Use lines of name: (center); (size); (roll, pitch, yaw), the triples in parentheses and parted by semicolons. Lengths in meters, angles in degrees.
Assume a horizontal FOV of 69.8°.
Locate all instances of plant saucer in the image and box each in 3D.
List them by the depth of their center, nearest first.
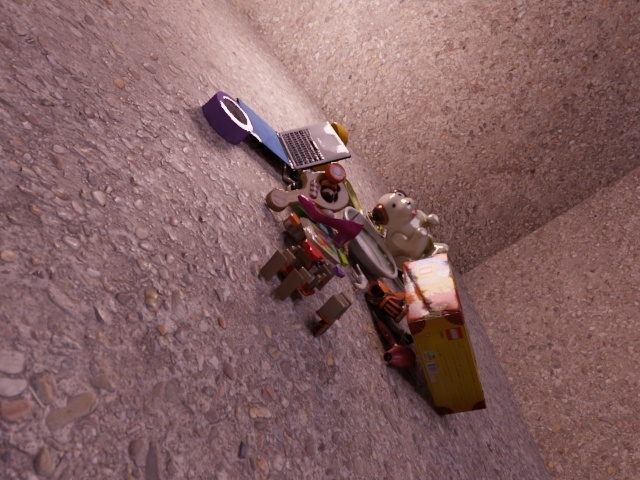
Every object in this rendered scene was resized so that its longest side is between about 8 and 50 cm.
plant saucer: (0.206, 0.030, 2.143); (0.400, 0.100, 0.401); (46, 20, -22)
plant saucer: (0.174, -0.220, 2.518); (0.241, 0.037, 0.241); (58, 17, -30)

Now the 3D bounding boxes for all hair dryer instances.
hair dryer: (0.269, 0.396, 1.763); (0.223, 0.080, 0.293); (36, 16, -4)

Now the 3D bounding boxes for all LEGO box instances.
LEGO box: (0.486, 0.369, 1.817); (0.373, 0.192, 0.501); (-78, 150, -58)

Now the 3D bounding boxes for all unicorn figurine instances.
unicorn figurine: (0.163, 0.159, 1.888); (0.161, 0.060, 0.111); (14, 43, -61)

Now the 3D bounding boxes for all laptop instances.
laptop: (-0.122, -0.499, 2.026); (0.382, 0.407, 0.237); (-114, -169, -49)

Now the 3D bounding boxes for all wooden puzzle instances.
wooden puzzle: (-0.069, -0.279, 2.045); (0.220, 0.044, 0.239); (29, 27, -24)

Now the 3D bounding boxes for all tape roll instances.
tape roll: (-0.344, -0.460, 1.723); (0.189, 0.080, 0.189); (46, 21, -24)

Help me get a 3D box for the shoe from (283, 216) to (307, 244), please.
shoe: (-0.052, -0.019, 1.666); (0.219, 0.076, 0.058); (36, 21, -46)

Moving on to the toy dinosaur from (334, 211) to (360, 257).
toy dinosaur: (0.101, -0.024, 1.959); (0.064, 0.112, 0.212); (62, 37, -71)

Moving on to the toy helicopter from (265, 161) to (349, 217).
toy helicopter: (-0.040, -0.150, 1.727); (0.354, 0.140, 0.235); (-12, 77, -34)

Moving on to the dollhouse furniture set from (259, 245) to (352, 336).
dollhouse furniture set: (-0.042, 0.147, 1.397); (0.259, 0.135, 0.262); (47, 17, 15)

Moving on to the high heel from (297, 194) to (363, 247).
high heel: (0.033, -0.095, 1.604); (0.244, 0.117, 0.082); (47, 10, 2)

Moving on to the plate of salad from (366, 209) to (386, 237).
plate of salad: (0.342, -0.107, 2.760); (0.200, 0.048, 0.200); (45, 22, -24)

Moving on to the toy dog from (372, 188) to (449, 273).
toy dog: (0.428, -0.065, 2.349); (0.395, 0.284, 0.408); (20, -38, 53)

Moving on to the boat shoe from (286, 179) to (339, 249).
boat shoe: (-0.003, -0.111, 1.875); (0.340, 0.113, 0.127); (58, 20, 11)

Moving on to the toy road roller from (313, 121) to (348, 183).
toy road roller: (0.054, -0.464, 2.402); (0.330, 0.240, 0.202); (59, 20, 13)

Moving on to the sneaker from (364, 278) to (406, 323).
sneaker: (0.289, 0.235, 1.963); (0.180, 0.125, 0.321); (39, 4, 5)

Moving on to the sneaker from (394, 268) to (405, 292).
sneaker: (0.513, 0.240, 2.466); (0.321, 0.127, 0.126); (43, 23, -25)

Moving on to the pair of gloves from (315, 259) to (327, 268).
pair of gloves: (0.000, 0.084, 1.714); (0.074, 0.010, 0.083); (48, 23, -20)

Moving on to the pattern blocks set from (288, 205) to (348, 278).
pattern blocks set: (0.000, 0.000, 1.544); (0.285, 0.026, 0.325); (37, 17, -41)
